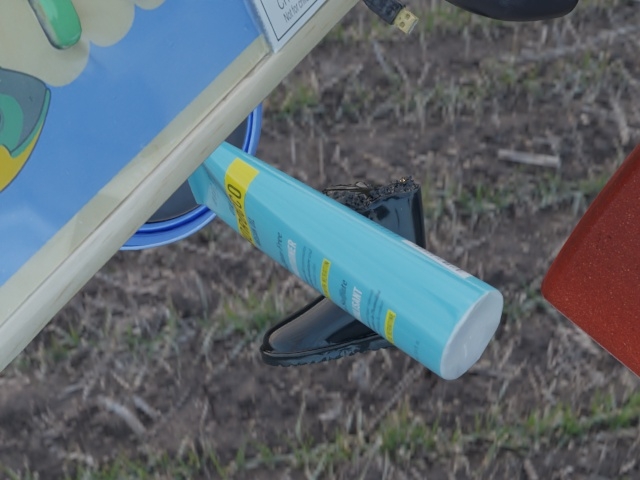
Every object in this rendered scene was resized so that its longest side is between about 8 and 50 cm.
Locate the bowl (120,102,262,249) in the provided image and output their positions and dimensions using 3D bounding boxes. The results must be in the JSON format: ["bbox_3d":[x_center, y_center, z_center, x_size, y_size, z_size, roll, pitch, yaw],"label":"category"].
[{"bbox_3d":[-0.264,-0.182,1.900,0.391,0.391,0.077,15,11,12],"label":"bowl"}]

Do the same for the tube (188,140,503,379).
[{"bbox_3d":[0.000,0.000,0.730,0.207,0.080,0.052,32,59,28],"label":"tube"}]

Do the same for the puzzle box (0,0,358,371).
[{"bbox_3d":[-0.130,-0.097,0.335,0.052,0.272,0.409,0,37,37],"label":"puzzle box"}]

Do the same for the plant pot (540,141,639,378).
[{"bbox_3d":[0.354,-0.020,0.907,0.267,0.235,0.267,-26,55,-34],"label":"plant pot"}]

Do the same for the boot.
[{"bbox_3d":[0.023,0.036,1.682,0.247,0.207,0.094,-12,11,14],"label":"boot"}]

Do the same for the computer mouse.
[{"bbox_3d":[0.096,-0.233,1.206,0.262,0.184,0.060,32,58,16],"label":"computer mouse"}]
